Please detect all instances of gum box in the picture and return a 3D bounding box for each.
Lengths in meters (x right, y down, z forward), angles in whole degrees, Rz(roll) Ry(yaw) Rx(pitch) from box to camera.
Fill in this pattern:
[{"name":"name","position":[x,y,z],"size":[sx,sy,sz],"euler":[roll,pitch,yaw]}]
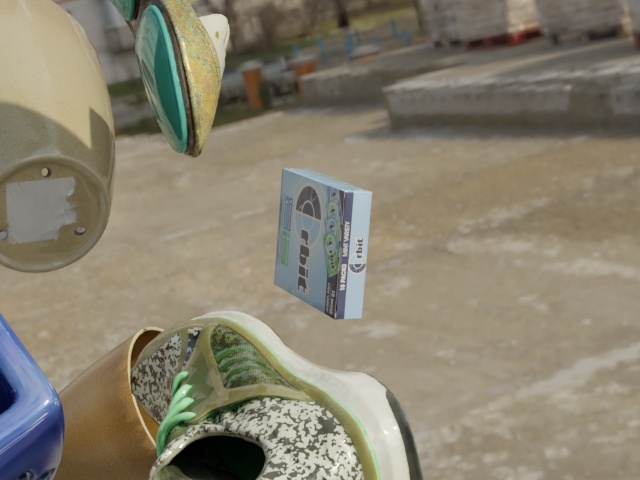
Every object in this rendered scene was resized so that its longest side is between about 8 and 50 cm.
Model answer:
[{"name":"gum box","position":[0.000,0.000,1.494],"size":[0.041,0.157,0.184],"euler":[0,11,-25]}]

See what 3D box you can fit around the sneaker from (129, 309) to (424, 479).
[{"name":"sneaker","position":[-0.096,0.169,1.112],"size":[0.182,0.158,0.410],"euler":[-12,13,-36]}]

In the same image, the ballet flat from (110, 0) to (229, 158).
[{"name":"ballet flat","position":[-0.168,-0.253,1.346],"size":[0.123,0.348,0.123],"euler":[-23,-22,-10]}]

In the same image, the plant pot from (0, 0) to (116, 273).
[{"name":"plant pot","position":[-0.312,-0.091,1.213],"size":[0.256,0.256,0.274],"euler":[-17,36,-16]}]

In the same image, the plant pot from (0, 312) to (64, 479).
[{"name":"plant pot","position":[-0.297,0.123,0.699],"size":[0.236,0.236,0.212],"euler":[-34,-24,-24]}]

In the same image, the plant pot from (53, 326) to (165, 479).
[{"name":"plant pot","position":[-0.317,0.285,1.801],"size":[0.254,0.237,0.237],"euler":[-24,8,19]}]
